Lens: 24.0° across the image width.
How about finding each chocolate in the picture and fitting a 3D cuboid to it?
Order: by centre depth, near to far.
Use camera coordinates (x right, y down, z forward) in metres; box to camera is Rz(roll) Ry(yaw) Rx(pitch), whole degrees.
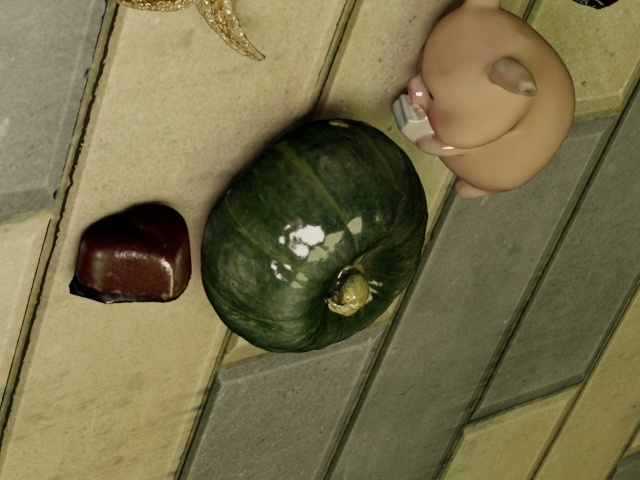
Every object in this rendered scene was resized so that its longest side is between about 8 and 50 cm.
[{"bbox_3d":[-0.206,0.014,1.681,0.149,0.125,0.080,-18,123,-29],"label":"chocolate"}]

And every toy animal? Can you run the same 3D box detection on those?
[{"bbox_3d":[0.197,-0.183,1.854,0.213,0.195,0.256,-23,151,21],"label":"toy animal"}]

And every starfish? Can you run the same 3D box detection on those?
[{"bbox_3d":[-0.110,-0.265,1.520,0.213,0.057,0.238,-28,141,-11],"label":"starfish"}]

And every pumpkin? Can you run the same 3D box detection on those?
[{"bbox_3d":[0.000,0.000,1.798,0.300,0.207,0.300,-28,144,-23],"label":"pumpkin"}]

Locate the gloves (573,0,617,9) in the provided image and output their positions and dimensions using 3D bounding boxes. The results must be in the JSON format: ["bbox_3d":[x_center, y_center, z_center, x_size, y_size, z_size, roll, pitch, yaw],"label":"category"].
[{"bbox_3d":[0.354,-0.387,1.854,0.129,0.106,0.180,-29,149,-20],"label":"gloves"}]
